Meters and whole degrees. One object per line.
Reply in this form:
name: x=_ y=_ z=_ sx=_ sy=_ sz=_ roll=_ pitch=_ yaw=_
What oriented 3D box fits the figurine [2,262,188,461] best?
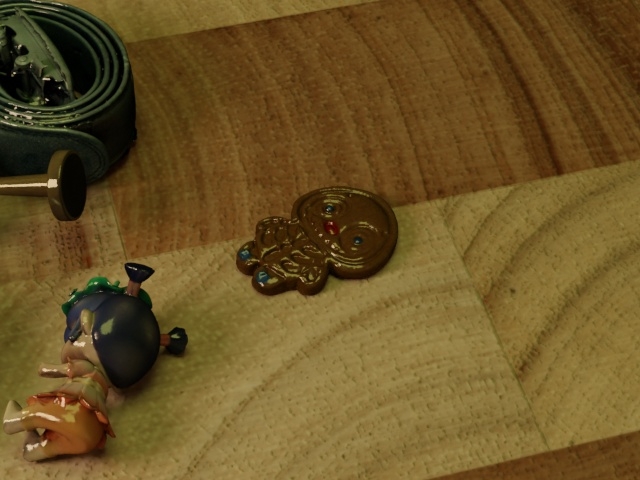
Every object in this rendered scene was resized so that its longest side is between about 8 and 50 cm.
figurine: x=-0.206 y=0.119 z=1.473 sx=0.102 sy=0.111 sz=0.195 roll=0 pitch=49 yaw=23

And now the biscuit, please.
biscuit: x=0.000 y=0.000 z=1.623 sx=0.175 sy=0.026 sz=0.124 roll=-26 pitch=53 yaw=-23

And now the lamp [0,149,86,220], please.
lamp: x=-0.349 y=-0.050 z=1.595 sx=0.215 sy=0.121 sz=0.121 roll=0 pitch=47 yaw=13

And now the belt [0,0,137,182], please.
belt: x=-0.303 y=-0.162 z=1.703 sx=0.206 sy=0.116 sz=0.267 roll=-29 pitch=52 yaw=-30
